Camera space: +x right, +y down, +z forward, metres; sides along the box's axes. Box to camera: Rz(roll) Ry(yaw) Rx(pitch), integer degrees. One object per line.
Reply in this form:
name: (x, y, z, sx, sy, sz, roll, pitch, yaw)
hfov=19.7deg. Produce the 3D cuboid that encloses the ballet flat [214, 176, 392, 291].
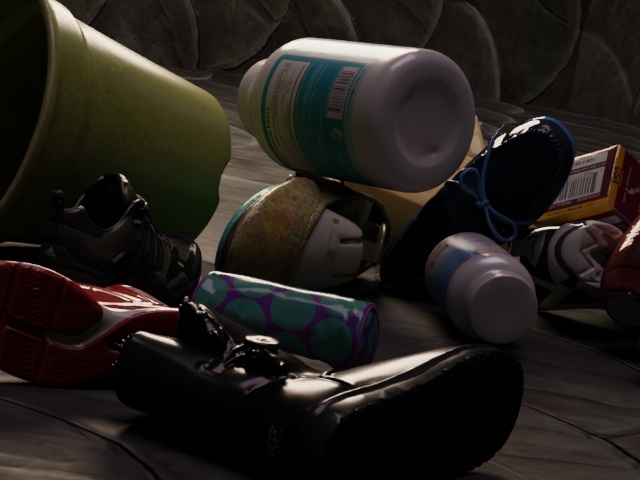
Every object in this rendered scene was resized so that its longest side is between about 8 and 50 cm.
ballet flat: (0.000, 0.000, 1.838, 0.123, 0.123, 0.348, 12, 8, 13)

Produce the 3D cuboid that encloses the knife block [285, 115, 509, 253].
knife block: (0.081, -0.050, 2.122, 0.242, 0.088, 0.276, -12, 43, 3)

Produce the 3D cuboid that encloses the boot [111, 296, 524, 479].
boot: (0.000, 0.098, 1.303, 0.207, 0.094, 0.246, 22, 21, 37)

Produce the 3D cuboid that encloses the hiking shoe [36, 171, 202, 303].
hiking shoe: (-0.171, -0.003, 1.660, 0.086, 0.114, 0.227, 15, 11, 25)

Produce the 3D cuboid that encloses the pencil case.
pencil case: (-0.029, 0.071, 1.523, 0.151, 0.070, 0.064, 9, -26, 14)

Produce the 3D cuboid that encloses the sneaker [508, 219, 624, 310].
sneaker: (0.296, 0.039, 1.937, 0.235, 0.094, 0.153, 14, -5, -36)

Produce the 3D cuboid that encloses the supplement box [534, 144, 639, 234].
supplement box: (0.330, -0.013, 1.997, 0.104, 0.081, 0.188, -14, -41, 43)

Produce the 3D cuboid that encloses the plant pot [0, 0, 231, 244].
plant pot: (-0.238, -0.097, 1.811, 0.254, 0.276, 0.276, 16, 3, -40)

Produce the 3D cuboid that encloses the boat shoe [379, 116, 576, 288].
boat shoe: (0.162, -0.021, 1.884, 0.109, 0.258, 0.089, 46, 34, 10)

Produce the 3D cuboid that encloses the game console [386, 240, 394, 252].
game console: (0.070, -0.005, 2.213, 0.144, 0.085, 0.124, 13, 41, 21)

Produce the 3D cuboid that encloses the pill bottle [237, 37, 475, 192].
pill bottle: (0.026, -0.135, 1.916, 0.146, 0.146, 0.264, 2, 8, -39)

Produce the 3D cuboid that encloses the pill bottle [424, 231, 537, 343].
pill bottle: (0.157, 0.048, 1.771, 0.087, 0.087, 0.160, 8, 10, -10)

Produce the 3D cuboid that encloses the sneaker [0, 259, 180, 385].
sneaker: (-0.194, 0.066, 1.404, 0.221, 0.087, 0.128, 19, -3, -20)

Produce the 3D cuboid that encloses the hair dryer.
hair dryer: (0.381, 0.029, 1.772, 0.223, 0.080, 0.293, -21, 35, 4)
